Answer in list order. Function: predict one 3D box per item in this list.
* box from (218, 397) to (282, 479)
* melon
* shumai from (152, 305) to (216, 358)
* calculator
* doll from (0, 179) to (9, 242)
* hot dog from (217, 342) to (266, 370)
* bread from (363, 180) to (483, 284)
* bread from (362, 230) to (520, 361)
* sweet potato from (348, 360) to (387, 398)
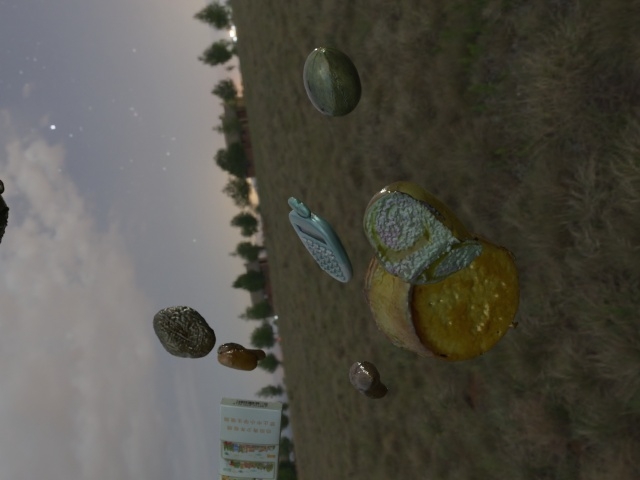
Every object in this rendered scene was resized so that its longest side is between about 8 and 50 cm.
[{"bbox_3d":[-0.140,0.416,1.260,0.032,0.122,0.220,-85,0,-68],"label":"box"},{"bbox_3d":[0.020,-0.276,1.105,0.130,0.098,0.098,60,-168,-45],"label":"melon"},{"bbox_3d":[-0.426,0.303,1.984,0.161,0.210,0.153,-58,-8,-31],"label":"shumai"},{"bbox_3d":[0.000,0.000,1.667,0.184,0.042,0.295,27,153,48],"label":"calculator"},{"bbox_3d":[-0.939,-0.014,1.615,0.247,0.248,0.349,-110,42,-66],"label":"doll"},{"bbox_3d":[-0.218,0.321,1.748,0.060,0.140,0.090,-63,22,9],"label":"hot dog"},{"bbox_3d":[0.191,-0.015,1.241,0.261,0.158,0.156,40,-157,-14],"label":"bread"},{"bbox_3d":[0.308,0.128,1.630,0.215,0.399,0.397,-167,68,-68],"label":"bread"},{"bbox_3d":[0.143,0.425,1.955,0.114,0.092,0.341,35,170,20],"label":"sweet potato"}]
